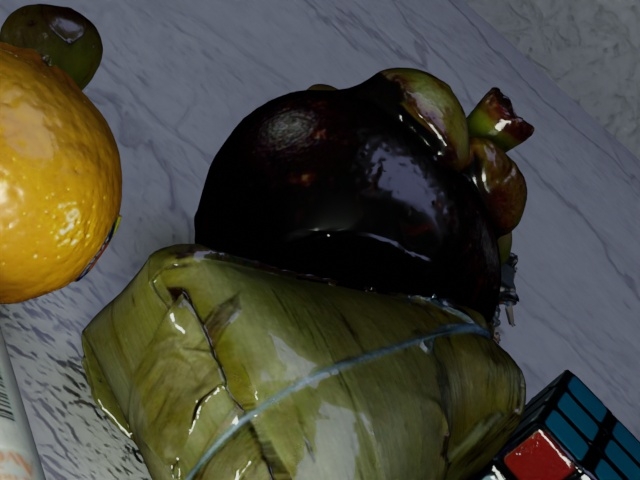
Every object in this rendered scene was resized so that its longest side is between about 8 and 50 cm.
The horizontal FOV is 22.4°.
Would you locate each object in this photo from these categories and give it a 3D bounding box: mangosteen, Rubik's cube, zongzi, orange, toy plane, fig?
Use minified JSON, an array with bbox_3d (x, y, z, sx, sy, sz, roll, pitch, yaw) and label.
[{"bbox_3d":[0.044,-0.013,1.303,0.287,0.287,0.233,40,24,-17],"label":"mangosteen"},{"bbox_3d":[0.180,0.223,1.262,0.162,0.163,0.160,48,20,4],"label":"Rubik's cube"},{"bbox_3d":[0.044,0.176,1.052,0.323,0.160,0.360,7,40,-37],"label":"zongzi"},{"bbox_3d":[-0.208,-0.042,1.013,0.178,0.155,0.177,33,15,-10],"label":"orange"},{"bbox_3d":[0.184,0.033,1.790,0.188,0.062,0.135,50,40,-60],"label":"toy plane"},{"bbox_3d":[-0.226,-0.149,1.361,0.084,0.082,0.098,30,60,-75],"label":"fig"}]

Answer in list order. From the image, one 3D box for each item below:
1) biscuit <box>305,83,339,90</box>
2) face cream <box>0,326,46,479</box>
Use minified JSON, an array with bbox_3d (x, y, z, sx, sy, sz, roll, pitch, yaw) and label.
[{"bbox_3d":[0.049,-0.060,1.766,0.237,0.062,0.290,45,20,-6],"label":"biscuit"},{"bbox_3d":[-0.189,0.113,0.851,0.082,0.082,0.269,28,24,-43],"label":"face cream"}]
